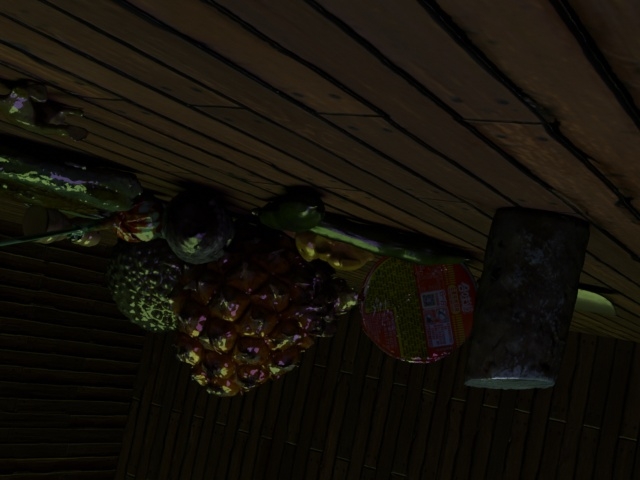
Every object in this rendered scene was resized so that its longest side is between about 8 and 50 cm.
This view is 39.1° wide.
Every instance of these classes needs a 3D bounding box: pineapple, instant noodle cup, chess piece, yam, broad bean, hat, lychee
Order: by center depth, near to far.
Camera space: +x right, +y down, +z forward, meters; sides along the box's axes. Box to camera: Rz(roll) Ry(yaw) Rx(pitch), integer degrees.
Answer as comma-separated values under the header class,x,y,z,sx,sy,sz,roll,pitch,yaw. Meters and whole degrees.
class,x,y,z,sx,sy,sz,roll,pitch,yaw
yam,0.215,0.070,0.953,0.107,0.194,0.107,12,178,0
broad bean,-0.036,-0.035,1.176,0.065,0.046,0.254,26,172,-14
broad bean,0.093,0.001,1.308,0.297,0.043,0.060,14,-175,-21
chess piece,-0.417,-0.020,1.470,0.066,0.066,0.122,8,175,36
pineapple,-0.096,0.065,1.477,0.286,0.344,0.209,-12,143,37
instant noodle cup,0.174,0.097,1.500,0.193,0.193,0.212,10,-178,13
hat,0.416,0.130,1.595,0.173,0.144,0.166,33,-177,15
lychee,-0.368,0.083,2.078,0.255,0.255,0.274,9,159,23

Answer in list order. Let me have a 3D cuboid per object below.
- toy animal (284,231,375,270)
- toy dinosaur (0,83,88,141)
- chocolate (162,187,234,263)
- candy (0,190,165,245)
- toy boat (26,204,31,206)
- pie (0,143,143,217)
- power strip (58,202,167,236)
class,x,y,z,sx,sy,sz,roll,pitch,yaw
toy animal,0.001,0.002,1.411,0.159,0.070,0.083,14,179,35
toy dinosaur,-0.285,-0.123,0.832,0.162,0.039,0.126,17,174,-34
chocolate,-0.182,-0.020,1.343,0.110,0.110,0.248,12,172,-4
candy,-0.373,-0.017,1.414,0.287,0.078,0.084,-14,-136,-37
toy boat,-0.492,-0.081,1.587,0.061,0.060,0.137,32,173,7
pie,-0.407,-0.091,1.281,0.302,0.067,0.302,11,174,1
power strip,-0.326,-0.048,1.584,0.385,0.062,0.091,16,173,-35
